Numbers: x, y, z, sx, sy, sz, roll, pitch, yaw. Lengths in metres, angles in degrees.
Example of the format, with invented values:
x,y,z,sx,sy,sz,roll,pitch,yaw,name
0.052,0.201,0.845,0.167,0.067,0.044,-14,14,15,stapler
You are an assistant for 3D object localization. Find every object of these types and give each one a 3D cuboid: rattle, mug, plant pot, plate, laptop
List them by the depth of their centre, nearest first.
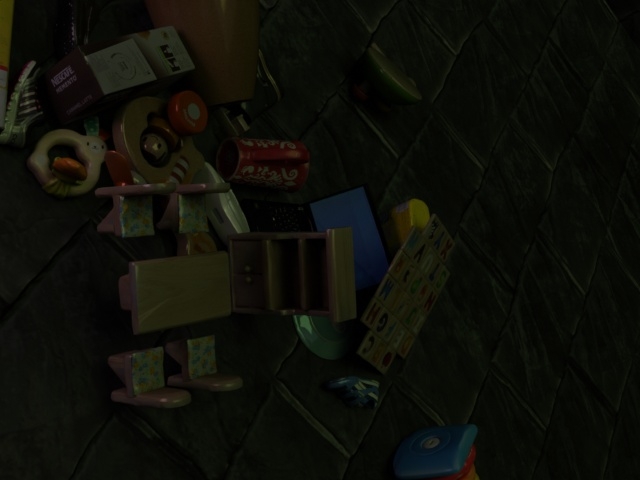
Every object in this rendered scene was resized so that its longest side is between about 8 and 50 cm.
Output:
x,y,z,sx,sy,sz,roll,pitch,yaw,name
-0.411,-0.172,1.636,0.130,0.143,0.200,44,51,4,rattle
-0.219,-0.399,1.870,0.237,0.237,0.254,-16,97,-46,plant pot
-0.114,-0.172,1.914,0.169,0.150,0.113,3,52,-38,mug
0.000,0.000,1.931,0.264,0.137,0.234,4,62,-46,laptop
0.017,0.160,1.979,0.188,0.024,0.188,20,59,-37,plate

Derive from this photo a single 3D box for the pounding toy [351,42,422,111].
x,y,z,sx,sy,sz,roll,pitch,yaw,name
0.150,-0.383,2.302,0.183,0.110,0.237,42,18,-9,pounding toy

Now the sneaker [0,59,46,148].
x,y,z,sx,sy,sz,roll,pitch,yaw,name
-0.512,-0.232,1.615,0.075,0.063,0.170,26,61,-33,sneaker

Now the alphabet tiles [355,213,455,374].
x,y,z,sx,sy,sz,roll,pitch,yaw,name
0.190,0.120,2.008,0.342,0.011,0.285,-60,150,-10,alphabet tiles

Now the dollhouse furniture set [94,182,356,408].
x,y,z,sx,sy,sz,roll,pitch,yaw,name
-0.153,0.076,1.618,0.394,0.257,0.362,-7,95,-53,dollhouse furniture set

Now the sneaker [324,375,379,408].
x,y,z,sx,sy,sz,roll,pitch,yaw,name
0.070,0.318,1.942,0.144,0.053,0.059,17,64,-37,sneaker

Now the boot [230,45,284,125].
x,y,z,sx,sy,sz,roll,pitch,yaw,name
-0.172,-0.351,1.986,0.198,0.077,0.137,50,51,-15,boot

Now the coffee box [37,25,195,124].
x,y,z,sx,sy,sz,roll,pitch,yaw,name
-0.372,-0.307,1.708,0.246,0.141,0.098,-32,96,-52,coffee box

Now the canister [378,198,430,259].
x,y,z,sx,sy,sz,roll,pitch,yaw,name
0.167,-0.012,2.089,0.073,0.170,0.126,13,64,-40,canister

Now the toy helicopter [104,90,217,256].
x,y,z,sx,sy,sz,roll,pitch,yaw,name
-0.288,-0.092,1.727,0.235,0.140,0.355,-39,113,-52,toy helicopter

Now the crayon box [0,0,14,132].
x,y,z,sx,sy,sz,roll,pitch,yaw,name
-0.622,-0.338,1.541,0.202,0.081,0.318,16,63,-39,crayon box

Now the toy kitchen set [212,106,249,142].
x,y,z,sx,sy,sz,roll,pitch,yaw,name
-0.179,-0.254,1.924,0.068,0.083,0.075,57,45,-10,toy kitchen set

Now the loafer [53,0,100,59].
x,y,z,sx,sy,sz,roll,pitch,yaw,name
-0.448,-0.424,1.743,0.078,0.080,0.220,14,64,-39,loafer

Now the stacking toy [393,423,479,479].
x,y,z,sx,sy,sz,roll,pitch,yaw,name
0.290,0.557,1.998,0.301,0.166,0.175,66,31,-16,stacking toy

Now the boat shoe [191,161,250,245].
x,y,z,sx,sy,sz,roll,pitch,yaw,name
-0.195,-0.077,1.853,0.184,0.066,0.063,59,31,-5,boat shoe
